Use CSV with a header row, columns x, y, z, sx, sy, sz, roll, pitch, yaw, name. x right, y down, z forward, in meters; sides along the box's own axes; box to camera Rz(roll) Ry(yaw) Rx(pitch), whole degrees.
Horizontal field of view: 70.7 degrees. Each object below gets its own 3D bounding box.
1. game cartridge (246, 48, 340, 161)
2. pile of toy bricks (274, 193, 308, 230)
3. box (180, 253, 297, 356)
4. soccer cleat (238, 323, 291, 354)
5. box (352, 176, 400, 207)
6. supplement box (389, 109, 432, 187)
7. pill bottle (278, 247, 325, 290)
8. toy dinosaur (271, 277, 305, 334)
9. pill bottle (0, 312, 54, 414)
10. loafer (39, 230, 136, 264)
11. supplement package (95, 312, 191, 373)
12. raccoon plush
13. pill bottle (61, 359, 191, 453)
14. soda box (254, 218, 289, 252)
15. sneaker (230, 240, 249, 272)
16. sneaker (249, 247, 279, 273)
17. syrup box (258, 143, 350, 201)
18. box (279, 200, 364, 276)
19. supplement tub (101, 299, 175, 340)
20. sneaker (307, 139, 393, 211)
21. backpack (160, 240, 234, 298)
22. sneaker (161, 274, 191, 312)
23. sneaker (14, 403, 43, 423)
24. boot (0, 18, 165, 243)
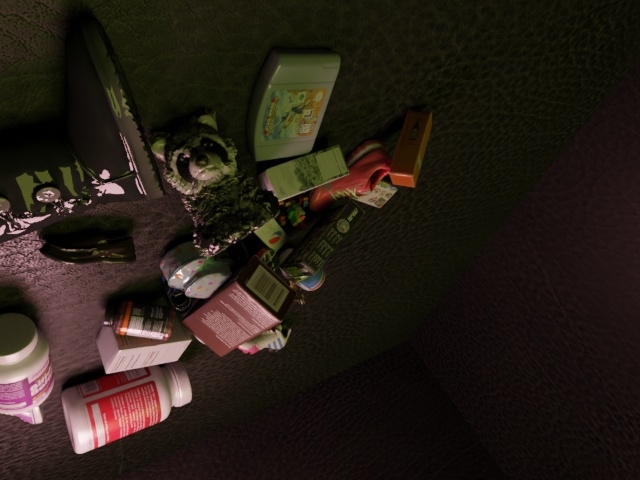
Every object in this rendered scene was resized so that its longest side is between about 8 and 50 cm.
x,y,z,sx,sy,sz,roll,pitch,yaw,name
-0.079,-0.324,1.113,0.198,0.062,0.297,-19,149,-34,game cartridge
-0.080,-0.098,1.401,0.118,0.105,0.212,-16,147,-31,pile of toy bricks
-0.270,0.222,1.460,0.381,0.191,0.143,-35,-163,39,box
-0.258,0.426,2.039,0.143,0.116,0.331,-58,150,8,soccer cleat
0.195,-0.184,1.634,0.114,0.036,0.207,-47,150,21,box
0.283,-0.286,1.395,0.080,0.078,0.233,47,59,-62,supplement box
-0.073,0.106,1.704,0.124,0.124,0.221,-37,152,4,pill bottle
-0.159,0.222,1.683,0.200,0.127,0.296,-45,-166,-15,toy dinosaur
-0.816,0.327,1.202,0.169,0.169,0.301,-13,146,-35,pill bottle
-0.563,0.013,1.106,0.220,0.080,0.078,3,101,-48,loafer
-0.580,0.325,1.484,0.244,0.139,0.133,3,135,-46,supplement package
-0.302,-0.120,1.134,0.216,0.299,0.446,-36,-172,-30,raccoon plush
-0.704,0.589,1.663,0.408,0.229,0.229,-12,144,-36,pill bottle
-0.175,-0.042,1.411,0.074,0.069,0.216,-46,153,-6,soda box
-0.288,0.080,1.490,0.078,0.067,0.188,-1,134,-34,sneaker
-0.218,0.098,1.536,0.107,0.118,0.279,-50,170,-27,sneaker
-0.047,-0.186,1.278,0.237,0.093,0.096,-24,-173,-19,syrup box
0.000,0.000,1.472,0.270,0.060,0.216,-51,-165,-21,box
-0.553,0.241,1.376,0.198,0.106,0.106,15,130,-23,supplement tub
0.094,-0.182,1.425,0.314,0.136,0.116,-39,151,8,sneaker
-0.368,0.085,1.341,0.166,0.144,0.188,-39,147,20,backpack
-0.457,0.193,1.461,0.082,0.090,0.232,-25,150,-18,sneaker
-0.968,0.501,1.402,0.161,0.102,0.282,-11,138,-25,sneaker
-0.547,-0.161,0.795,0.446,0.146,0.366,-16,136,-13,boot
